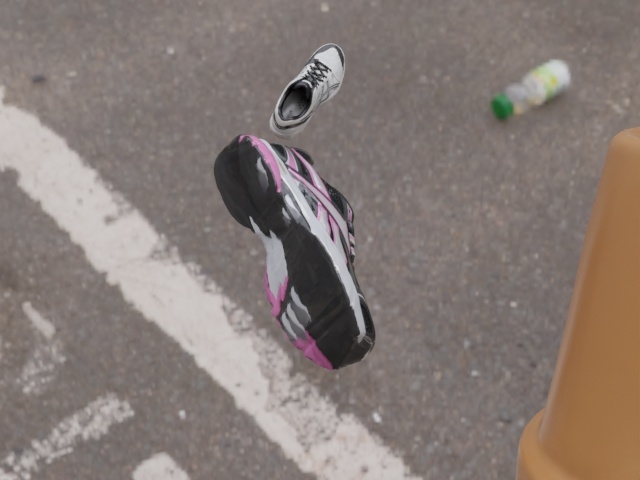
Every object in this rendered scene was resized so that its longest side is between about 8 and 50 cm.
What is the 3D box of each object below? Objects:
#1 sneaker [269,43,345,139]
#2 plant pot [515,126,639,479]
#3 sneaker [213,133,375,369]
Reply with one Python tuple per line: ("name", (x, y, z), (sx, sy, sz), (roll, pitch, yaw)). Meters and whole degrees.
("sneaker", (-0.006, -0.111, 0.847), (0.032, 0.037, 0.083), (31, 76, 3))
("plant pot", (0.230, 0.052, 0.507), (0.291, 0.203, 0.291), (-2, 10, 0))
("sneaker", (0.000, 0.000, 0.813), (0.077, 0.072, 0.178), (-8, 68, -45))
